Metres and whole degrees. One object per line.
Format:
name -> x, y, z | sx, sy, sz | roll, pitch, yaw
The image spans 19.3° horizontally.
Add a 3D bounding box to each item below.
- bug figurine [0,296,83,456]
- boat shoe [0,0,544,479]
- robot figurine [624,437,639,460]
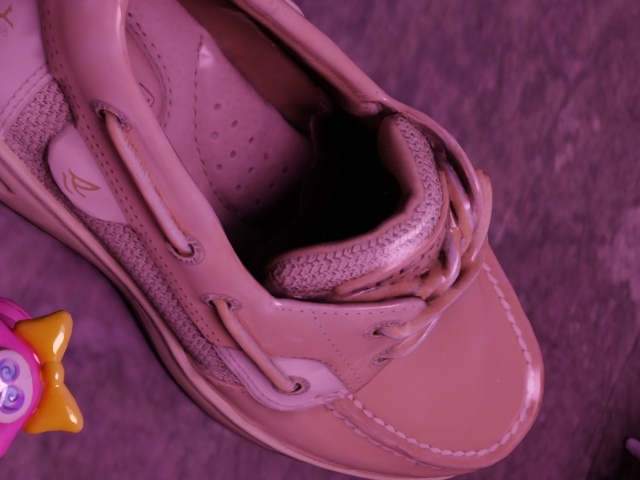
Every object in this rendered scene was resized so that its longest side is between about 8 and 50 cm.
bug figurine -> -0.089, 0.099, 0.446 | 0.072, 0.216, 0.279 | -3, 99, -6
boat shoe -> 0.000, 0.000, 0.593 | 0.302, 0.098, 0.109 | 44, 65, -42
robot figurine -> 0.230, 0.232, 0.762 | 0.200, 0.300, 0.353 | 71, 6, -72
